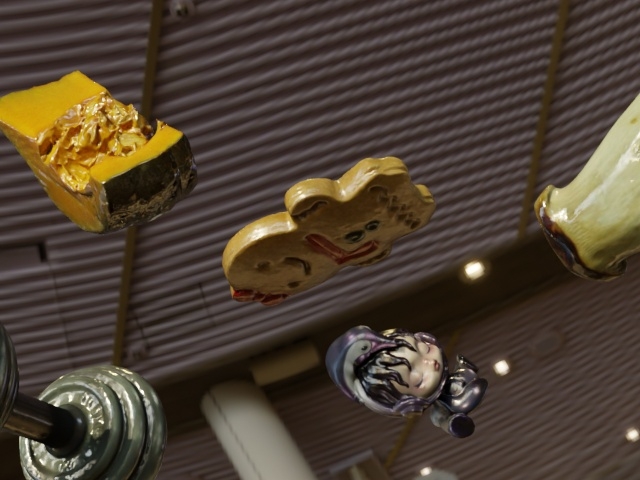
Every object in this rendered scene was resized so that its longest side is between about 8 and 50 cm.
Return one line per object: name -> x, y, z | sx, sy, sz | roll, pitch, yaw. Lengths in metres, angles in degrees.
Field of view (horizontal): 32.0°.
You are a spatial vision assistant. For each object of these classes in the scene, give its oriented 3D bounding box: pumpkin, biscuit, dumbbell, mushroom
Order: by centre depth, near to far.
mushroom -> 0.319, -0.103, 0.953 | 0.107, 0.087, 0.333 | 39, -78, -12
biscuit -> 0.000, 0.000, 1.072 | 0.225, 0.036, 0.166 | -27, -32, 15
dumbbell -> -0.303, 0.175, 1.123 | 0.179, 0.179, 0.406 | -32, -31, 8
pumpkin -> -0.255, -0.092, 1.280 | 0.131, 0.248, 0.126 | -38, -39, -21

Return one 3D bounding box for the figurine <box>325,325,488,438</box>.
figurine -> 0.116, 0.192, 1.592 | 0.222, 0.145, 0.145 | 28, -60, -9
